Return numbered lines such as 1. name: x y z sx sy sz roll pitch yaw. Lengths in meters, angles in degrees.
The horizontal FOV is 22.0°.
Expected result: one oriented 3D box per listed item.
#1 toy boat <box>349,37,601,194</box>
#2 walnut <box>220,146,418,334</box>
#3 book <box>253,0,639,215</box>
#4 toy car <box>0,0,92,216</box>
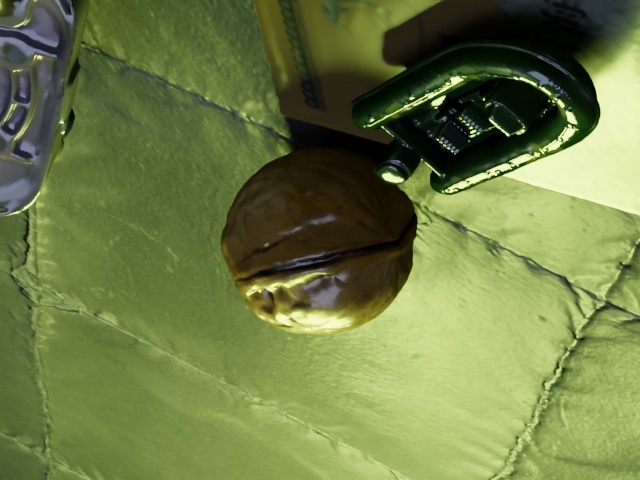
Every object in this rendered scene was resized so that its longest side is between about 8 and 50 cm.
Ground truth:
1. toy boat: 0.101 -0.081 1.059 0.104 0.052 0.210 41 151 -18
2. walnut: 0.000 0.000 1.264 0.144 0.144 0.180 43 157 -23
3. book: 0.129 -0.121 1.056 0.389 0.032 0.269 17 149 22
4. toy car: -0.328 -0.196 1.208 0.336 0.226 0.242 15 133 -5
